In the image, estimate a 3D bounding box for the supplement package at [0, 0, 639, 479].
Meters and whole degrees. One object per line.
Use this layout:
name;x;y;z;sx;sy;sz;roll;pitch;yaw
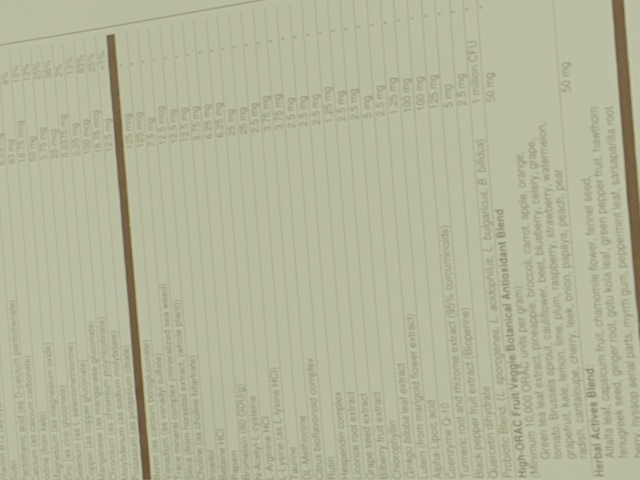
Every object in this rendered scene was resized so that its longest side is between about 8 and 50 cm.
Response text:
supplement package;0.000;0.000;0.422;0.244;0.134;0.139;-4;89;29
